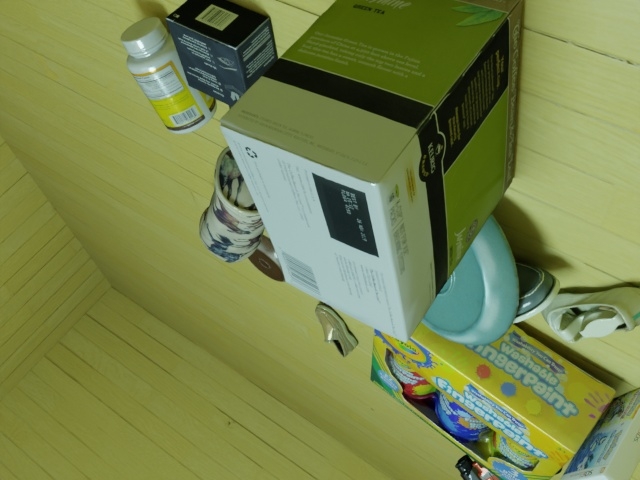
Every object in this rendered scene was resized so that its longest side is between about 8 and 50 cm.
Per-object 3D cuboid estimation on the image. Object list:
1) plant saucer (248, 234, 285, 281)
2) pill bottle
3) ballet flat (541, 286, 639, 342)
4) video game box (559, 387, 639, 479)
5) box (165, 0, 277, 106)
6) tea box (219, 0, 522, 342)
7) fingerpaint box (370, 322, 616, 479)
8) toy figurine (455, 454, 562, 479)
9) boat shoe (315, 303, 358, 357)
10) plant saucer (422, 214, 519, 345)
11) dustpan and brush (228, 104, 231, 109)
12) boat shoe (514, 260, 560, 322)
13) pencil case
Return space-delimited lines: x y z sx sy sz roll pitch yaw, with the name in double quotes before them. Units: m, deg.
"plant saucer" -0.146 0.054 1.907 0.199 0.036 0.198 33 157 16
"pill bottle" -0.299 -0.323 1.349 0.117 0.117 0.215 19 149 39
"ballet flat" 0.430 0.127 1.119 0.086 0.086 0.248 42 157 -5
"video game box" 0.531 0.367 1.246 0.048 0.205 0.187 38 156 8
"box" -0.161 -0.320 1.179 0.156 0.093 0.158 29 154 22
"tea box" 0.090 -0.110 0.891 0.220 0.323 0.329 26 152 28
"fingerpaint box" 0.325 0.306 1.445 0.445 0.163 0.371 35 154 21
"toy figurine" 0.458 0.549 1.672 0.148 0.213 0.209 51 158 10
"boat shoe" 0.037 0.262 1.959 0.068 0.072 0.190 3 137 55
"plant saucer" 0.204 0.042 1.184 0.318 0.044 0.317 38 140 41
"dustpan and brush" -0.108 -0.210 1.314 0.211 0.147 0.060 19 128 -37
"boat shoe" 0.273 0.069 1.210 0.099 0.116 0.319 45 162 -21
"pencil case" -0.180 -0.079 1.554 0.160 0.183 0.410 22 159 -7
